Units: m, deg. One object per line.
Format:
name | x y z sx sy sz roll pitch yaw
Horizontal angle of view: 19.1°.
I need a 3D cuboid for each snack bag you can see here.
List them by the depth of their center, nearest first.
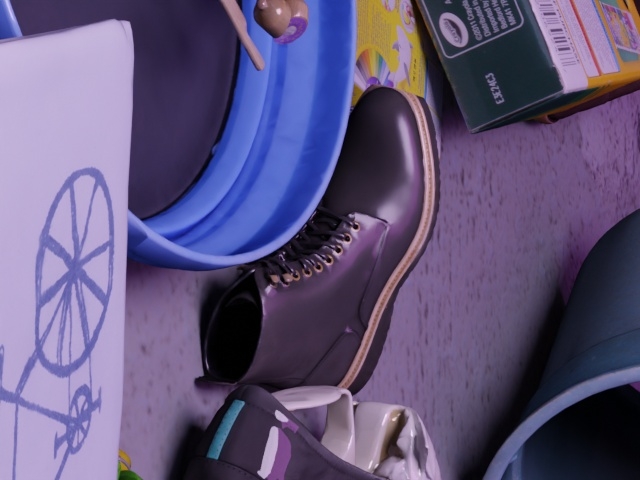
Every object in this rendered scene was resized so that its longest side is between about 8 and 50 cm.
snack bag | -0.149 0.084 0.726 0.342 0.037 0.323 -31 127 -71

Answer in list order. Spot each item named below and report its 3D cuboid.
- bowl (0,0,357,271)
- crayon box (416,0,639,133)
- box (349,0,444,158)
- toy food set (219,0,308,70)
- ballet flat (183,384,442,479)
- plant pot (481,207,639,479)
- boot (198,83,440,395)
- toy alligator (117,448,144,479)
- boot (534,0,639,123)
bowl | -0.099 -0.175 1.012 0.391 0.077 0.391 26 61 -60
crayon box | 0.155 -0.198 1.456 0.323 0.083 0.203 -18 85 -67
box | 0.032 -0.129 1.301 0.179 0.043 0.105 40 49 -57
toy food set | -0.022 -0.154 1.051 0.078 0.019 0.122 61 34 -38
ballet flat | 0.020 0.140 1.139 0.280 0.095 0.096 26 73 -60
plant pot | 0.309 0.145 1.506 0.334 0.341 0.341 -69 143 -57
boot | 0.000 0.000 1.127 0.137 0.077 0.198 7 95 -58
toy alligator | -0.108 0.126 0.944 0.190 0.051 0.056 55 37 -44
boot | 0.293 -0.172 1.649 0.248 0.207 0.090 -39 118 -60
